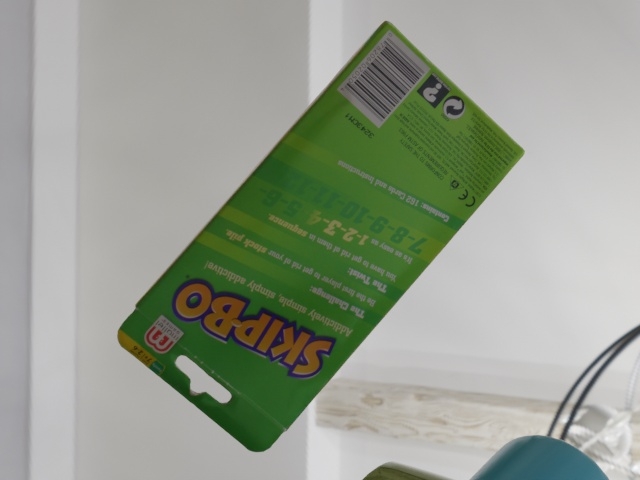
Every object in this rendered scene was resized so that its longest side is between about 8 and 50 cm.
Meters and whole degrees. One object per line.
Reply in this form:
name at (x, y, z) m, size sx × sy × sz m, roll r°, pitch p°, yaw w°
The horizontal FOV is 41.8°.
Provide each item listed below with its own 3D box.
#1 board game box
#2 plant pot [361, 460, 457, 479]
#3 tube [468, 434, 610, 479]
board game box at (0.000, 0.000, 0.533) m, size 0.124 × 0.039 × 0.259 m, roll 41°, pitch -95°, yaw -9°
plant pot at (0.141, 0.332, 0.722) m, size 0.293 × 0.274 × 0.275 m, roll 33°, pitch -73°, yaw 28°
tube at (0.025, 0.128, 0.243) m, size 0.052 × 0.207 × 0.080 m, roll -13°, pitch -81°, yaw 43°
